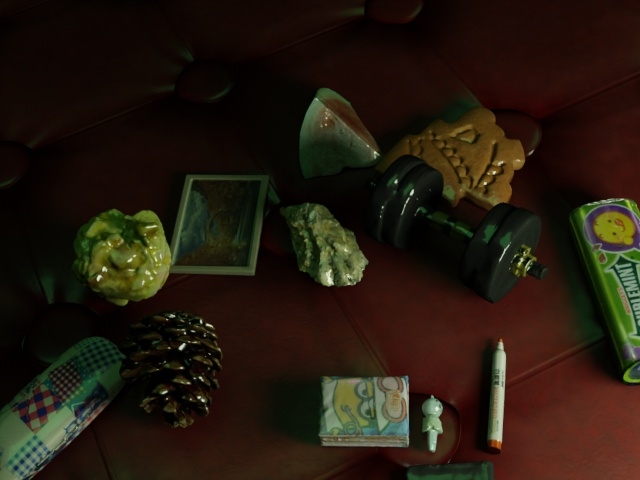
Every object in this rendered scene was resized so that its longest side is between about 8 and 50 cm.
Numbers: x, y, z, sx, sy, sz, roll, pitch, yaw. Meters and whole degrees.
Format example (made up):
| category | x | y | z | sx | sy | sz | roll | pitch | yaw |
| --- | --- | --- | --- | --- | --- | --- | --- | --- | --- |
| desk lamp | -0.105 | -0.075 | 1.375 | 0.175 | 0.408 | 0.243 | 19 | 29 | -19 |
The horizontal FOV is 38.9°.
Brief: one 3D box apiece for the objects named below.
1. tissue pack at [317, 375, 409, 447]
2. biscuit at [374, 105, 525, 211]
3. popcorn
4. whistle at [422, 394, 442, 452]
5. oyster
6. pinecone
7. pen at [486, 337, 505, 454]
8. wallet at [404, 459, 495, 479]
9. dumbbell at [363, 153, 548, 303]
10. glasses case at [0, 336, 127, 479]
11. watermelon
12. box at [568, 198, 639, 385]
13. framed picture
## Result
| category | x | y | z | sx | sy | sz | roll | pitch | yaw |
| --- | --- | --- | --- | --- | --- | --- | --- | --- | --- |
| tissue pack | 0.073 | 0.289 | 1.546 | 0.155 | 0.065 | 0.115 | -2 | 54 | 6 |
| biscuit | 0.264 | -0.164 | 1.868 | 0.306 | 0.043 | 0.284 | -7 | 53 | 2 |
| popcorn | -0.371 | 0.027 | 1.718 | 0.185 | 0.187 | 0.167 | -6 | 60 | 13 |
| whistle | 0.189 | 0.309 | 1.537 | 0.035 | 0.035 | 0.100 | 1 | 56 | 8 |
| oyster | 0.009 | 0.001 | 1.765 | 0.133 | 0.072 | 0.209 | -18 | 56 | -3 |
| pinecone | -0.259 | 0.222 | 1.575 | 0.179 | 0.184 | 0.204 | -2 | 78 | -6 |
| pen | 0.305 | 0.262 | 1.561 | 0.026 | 0.026 | 0.218 | 5 | 54 | 10 |
| wallet | 0.210 | 0.483 | 1.410 | 0.146 | 0.030 | 0.285 | -2 | 55 | 2 |
| dumbbell | 0.243 | -0.024 | 1.685 | 0.388 | 0.185 | 0.185 | 29 | 62 | 26 |
| glasses case | -0.476 | 0.303 | 1.598 | 0.125 | 0.076 | 0.327 | 34 | 65 | 25 |
| watermelon | 0.034 | -0.221 | 1.943 | 0.202 | 0.136 | 0.207 | 52 | 37 | -4 |
| box | 0.551 | 0.086 | 1.615 | 0.134 | 0.097 | 0.345 | -7 | 53 | 1 |
| framed picture | -0.207 | -0.036 | 1.852 | 0.184 | 0.016 | 0.250 | 2 | 54 | 8 |
